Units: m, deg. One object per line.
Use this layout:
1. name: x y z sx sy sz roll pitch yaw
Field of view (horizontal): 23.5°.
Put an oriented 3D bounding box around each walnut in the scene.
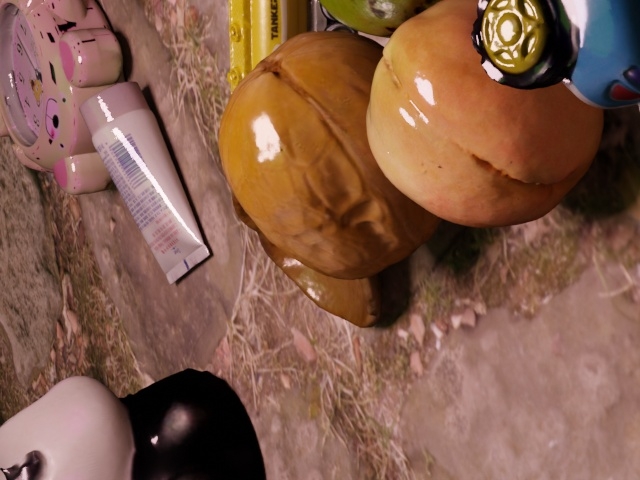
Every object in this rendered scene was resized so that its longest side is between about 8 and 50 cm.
1. walnut: 0.019 -0.074 1.327 0.193 0.225 0.193 -28 41 28

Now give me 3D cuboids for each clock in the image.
1. clock: -0.365 -0.225 2.084 0.309 0.114 0.284 46 136 44

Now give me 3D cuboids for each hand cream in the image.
1. hand cream: -0.212 -0.073 1.910 0.248 0.083 0.133 65 151 3

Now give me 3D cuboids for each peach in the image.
1. peach: 0.128 -0.095 1.173 0.184 0.184 0.184 29 124 55

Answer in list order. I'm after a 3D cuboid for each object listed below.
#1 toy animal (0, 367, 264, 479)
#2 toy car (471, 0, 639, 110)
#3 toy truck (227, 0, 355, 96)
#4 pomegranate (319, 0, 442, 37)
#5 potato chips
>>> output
1. toy animal: -0.246 0.281 1.834 0.251 0.309 0.251 33 128 55
2. toy car: 0.193 -0.234 0.994 0.166 0.198 0.314 -21 80 47
3. toy truck: -0.037 -0.173 1.500 0.098 0.114 0.227 28 124 55
4. pomegranate: 0.074 -0.266 1.267 0.156 0.156 0.220 4 71 61
5. potato chips: 0.000 0.000 1.518 0.195 0.062 0.208 46 161 9
